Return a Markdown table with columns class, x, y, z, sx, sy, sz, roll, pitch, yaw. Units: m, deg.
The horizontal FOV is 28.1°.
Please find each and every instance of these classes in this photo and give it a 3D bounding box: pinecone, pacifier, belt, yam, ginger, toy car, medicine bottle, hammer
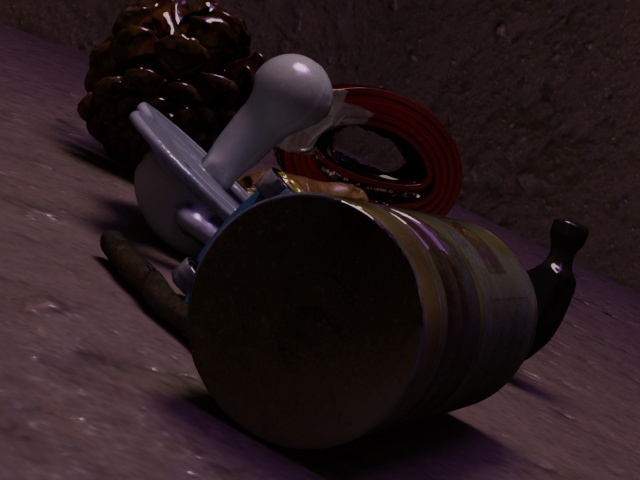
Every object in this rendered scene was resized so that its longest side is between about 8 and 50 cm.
| class | x | y | z | sx | sy | sz | roll | pitch | yaw |
| --- | --- | --- | --- | --- | --- | --- | --- | --- | --- |
| pinecone | -0.174 | -0.198 | 1.609 | 0.244 | 0.244 | 0.309 | 20 | 38 | -21 |
| pacifier | -0.069 | -0.082 | 1.256 | 0.238 | 0.226 | 0.287 | 41 | 6 | -7 |
| belt | 0.069 | -0.140 | 2.060 | 0.324 | 0.227 | 0.115 | 23 | 5 | -14 |
| yam | -0.123 | 0.036 | 0.959 | 0.027 | 0.029 | 0.234 | 18 | 9 | -33 |
| ginger | -0.036 | -0.049 | 1.667 | 0.115 | 0.081 | 0.205 | -12 | -15 | 39 |
| toy car | -0.036 | 0.027 | 0.989 | 0.098 | 0.126 | 0.161 | 39 | 7 | -22 |
| medicine bottle | 0.048 | 0.052 | 0.888 | 0.151 | 0.151 | 0.322 | 26 | 8 | 21 |
| hammer | 0.118 | 0.023 | 1.445 | 0.044 | 0.168 | 0.440 | 23 | -2 | -34 |
